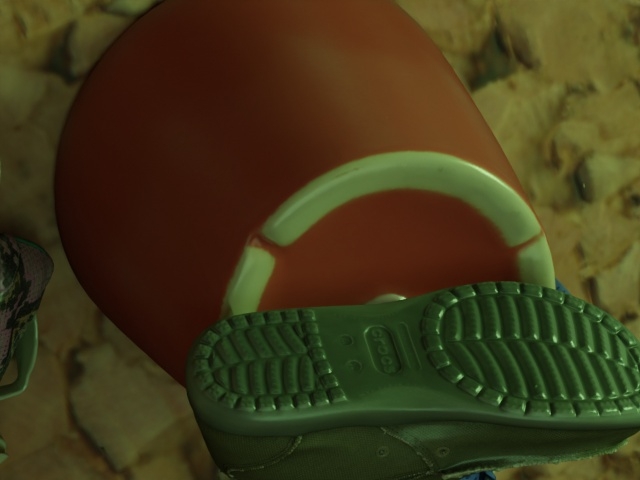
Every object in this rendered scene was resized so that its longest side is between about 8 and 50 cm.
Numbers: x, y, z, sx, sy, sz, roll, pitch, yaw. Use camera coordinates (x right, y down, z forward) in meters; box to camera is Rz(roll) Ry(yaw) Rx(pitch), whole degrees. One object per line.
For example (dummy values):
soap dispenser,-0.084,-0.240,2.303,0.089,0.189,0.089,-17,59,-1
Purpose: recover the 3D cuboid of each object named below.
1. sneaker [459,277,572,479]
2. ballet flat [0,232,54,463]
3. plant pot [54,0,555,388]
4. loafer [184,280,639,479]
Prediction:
sneaker,0.075,0.165,1.174,0.127,0.182,0.315,39,96,-30
ballet flat,-0.222,0.098,1.106,0.079,0.077,0.222,12,108,-45
plant pot,0.000,0.000,1.041,0.275,0.243,0.275,-8,115,-17
loafer,0.052,0.082,0.916,0.251,0.094,0.087,1,137,-10
